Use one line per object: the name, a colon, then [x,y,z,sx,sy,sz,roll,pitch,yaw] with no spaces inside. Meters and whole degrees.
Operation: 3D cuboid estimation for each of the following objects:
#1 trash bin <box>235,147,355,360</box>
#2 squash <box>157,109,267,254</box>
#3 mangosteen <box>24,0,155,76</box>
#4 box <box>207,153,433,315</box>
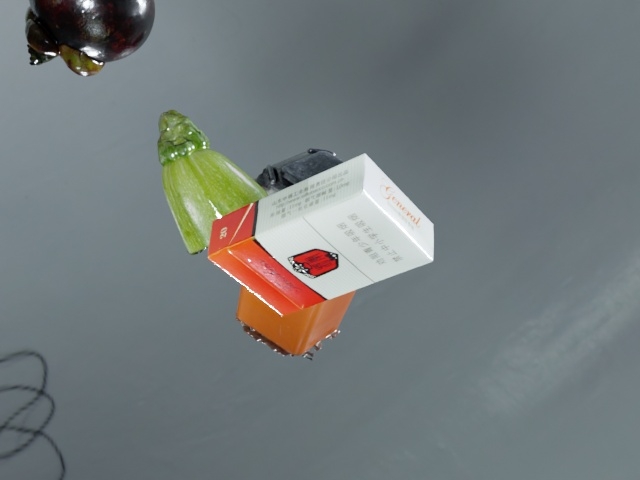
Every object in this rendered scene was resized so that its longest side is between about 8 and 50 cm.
trash bin: [-0.003,0.024,1.285,0.161,0.184,0.238,-29,143,-51]
squash: [-0.129,-0.067,1.012,0.105,0.105,0.132,-34,107,2]
mangosteen: [-0.226,-0.216,0.938,0.140,0.140,0.140,-15,133,-16]
box: [0.000,0.000,0.787,0.152,0.048,0.100,-20,134,31]
